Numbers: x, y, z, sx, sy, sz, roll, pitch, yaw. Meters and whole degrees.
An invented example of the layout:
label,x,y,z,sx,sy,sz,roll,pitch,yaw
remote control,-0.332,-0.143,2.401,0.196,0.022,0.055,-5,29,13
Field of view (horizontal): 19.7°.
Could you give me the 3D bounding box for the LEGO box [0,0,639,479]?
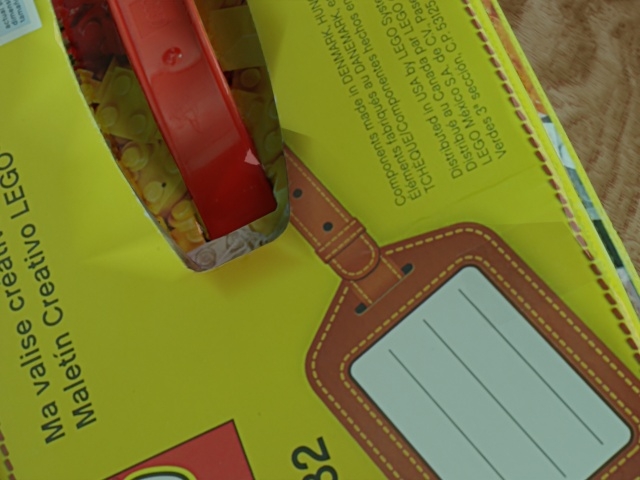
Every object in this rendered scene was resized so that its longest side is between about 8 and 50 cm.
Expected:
label,x,y,z,sx,sy,sz,roll,pitch,yaw
LEGO box,0.000,0.000,0.715,0.500,0.193,0.372,68,7,28
